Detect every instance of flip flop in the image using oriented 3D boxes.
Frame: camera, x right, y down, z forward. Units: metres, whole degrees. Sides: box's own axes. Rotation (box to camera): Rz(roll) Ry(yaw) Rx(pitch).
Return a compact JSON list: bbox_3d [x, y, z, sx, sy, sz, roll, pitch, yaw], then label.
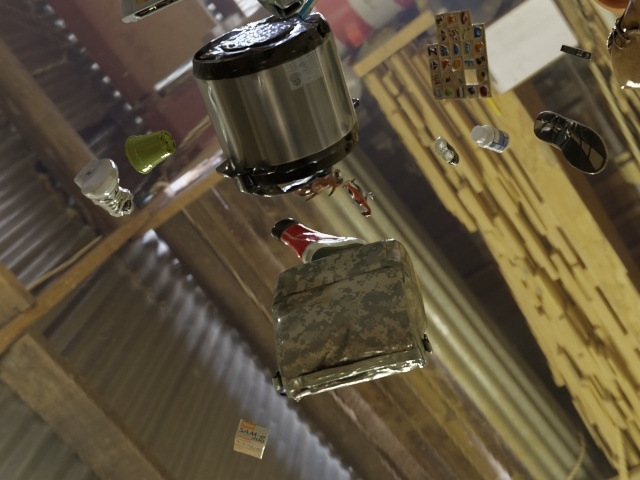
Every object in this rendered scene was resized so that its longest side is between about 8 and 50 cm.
[{"bbox_3d":[0.711,-0.279,2.163,0.080,0.112,0.277,11,-157,-35],"label":"flip flop"}]

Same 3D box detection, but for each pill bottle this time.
[{"bbox_3d":[0.515,-0.312,2.337,0.120,0.067,0.067,10,-133,-38],"label":"pill bottle"}]

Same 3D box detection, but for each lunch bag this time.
[{"bbox_3d":[0.056,0.171,1.501,0.256,0.305,0.212,-89,-19,-58],"label":"lunch bag"}]

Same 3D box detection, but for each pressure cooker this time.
[{"bbox_3d":[-0.101,-0.326,1.954,0.375,0.370,0.420,-81,-25,-59],"label":"pressure cooker"}]

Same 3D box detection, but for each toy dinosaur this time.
[{"bbox_3d":[-0.049,-0.203,2.606,0.127,0.296,0.200,-5,-107,-24],"label":"toy dinosaur"},{"bbox_3d":[0.079,-0.087,1.635,0.082,0.047,0.090,58,-158,5],"label":"toy dinosaur"}]

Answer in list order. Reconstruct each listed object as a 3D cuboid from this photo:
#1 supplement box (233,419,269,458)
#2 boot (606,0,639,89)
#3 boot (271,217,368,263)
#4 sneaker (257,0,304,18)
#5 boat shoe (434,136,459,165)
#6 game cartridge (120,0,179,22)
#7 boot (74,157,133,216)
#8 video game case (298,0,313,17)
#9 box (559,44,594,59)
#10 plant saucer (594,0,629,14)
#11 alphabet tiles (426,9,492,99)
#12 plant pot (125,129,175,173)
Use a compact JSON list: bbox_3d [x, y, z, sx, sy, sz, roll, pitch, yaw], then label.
[{"bbox_3d":[-0.141,0.405,1.560,0.062,0.098,0.036,17,-124,3],"label":"supplement box"},{"bbox_3d":[0.555,-0.367,1.342,0.305,0.115,0.112,49,-139,-48],"label":"boot"},{"bbox_3d":[0.000,0.000,1.882,0.176,0.088,0.244,35,-161,37],"label":"boot"},{"bbox_3d":[-0.090,-0.487,1.493,0.121,0.111,0.300,54,-171,-10],"label":"sneaker"},{"bbox_3d":[0.403,-0.285,2.458,0.042,0.049,0.133,28,-156,-34],"label":"boat shoe"},{"bbox_3d":[-0.502,-0.805,2.344,0.062,0.297,0.198,-2,-100,-60],"label":"game cartridge"},{"bbox_3d":[-0.449,-0.107,1.660,0.123,0.095,0.258,43,173,-25],"label":"boot"},{"bbox_3d":[0.005,-0.563,1.704,0.015,0.166,0.119,36,-171,-7],"label":"video game case"},{"bbox_3d":[0.692,-0.508,2.070,0.083,0.018,0.067,22,-159,17],"label":"box"},{"bbox_3d":[0.582,-0.529,1.483,0.037,0.200,0.200,-37,-85,-27],"label":"plant saucer"},{"bbox_3d":[0.375,-0.506,2.109,0.009,0.198,0.237,-23,-69,-39],"label":"alphabet tiles"},{"bbox_3d":[-0.342,-0.189,1.576,0.083,0.079,0.083,44,-144,-45],"label":"plant pot"}]
